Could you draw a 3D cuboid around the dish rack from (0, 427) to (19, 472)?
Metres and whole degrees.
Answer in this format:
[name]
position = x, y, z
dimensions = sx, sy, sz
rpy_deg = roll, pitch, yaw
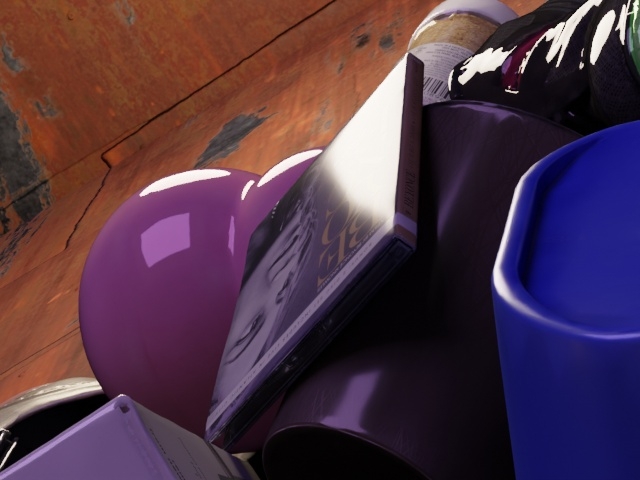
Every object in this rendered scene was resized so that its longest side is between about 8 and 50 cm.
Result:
[dish rack]
position = -0.248, 0.246, 0.974
dimensions = 0.271, 0.074, 0.208
rpy_deg = -55, 8, 20

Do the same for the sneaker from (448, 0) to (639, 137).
[sneaker]
position = 0.197, -0.085, 1.126
dimensions = 0.202, 0.185, 0.483
rpy_deg = -35, 3, 5

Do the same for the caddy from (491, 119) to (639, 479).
[caddy]
position = 0.192, 0.061, 0.623
dimensions = 0.241, 0.179, 0.341
rpy_deg = -7, 17, 14

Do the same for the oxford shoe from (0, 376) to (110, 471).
[oxford shoe]
position = -0.283, 0.218, 1.171
dimensions = 0.397, 0.140, 0.146
rpy_deg = -43, 6, -31

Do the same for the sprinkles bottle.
[sprinkles bottle]
position = 0.102, -0.110, 1.490
dimensions = 0.121, 0.121, 0.355
rpy_deg = -25, 16, 30

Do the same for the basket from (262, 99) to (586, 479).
[basket]
position = 0.079, 0.062, 0.898
dimensions = 0.227, 0.204, 0.154
rpy_deg = -56, -8, -34

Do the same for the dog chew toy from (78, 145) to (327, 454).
[dog chew toy]
position = -0.002, 0.027, 1.135
dimensions = 0.332, 0.206, 0.206
rpy_deg = -18, 20, 26

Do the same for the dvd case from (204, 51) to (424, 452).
[dvd case]
position = 0.000, 0.000, 0.920
dimensions = 0.164, 0.018, 0.221
rpy_deg = -48, 17, 26

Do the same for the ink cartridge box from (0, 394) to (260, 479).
[ink cartridge box]
position = -0.110, 0.186, 0.753
dimensions = 0.198, 0.115, 0.273
rpy_deg = -33, -16, -1
